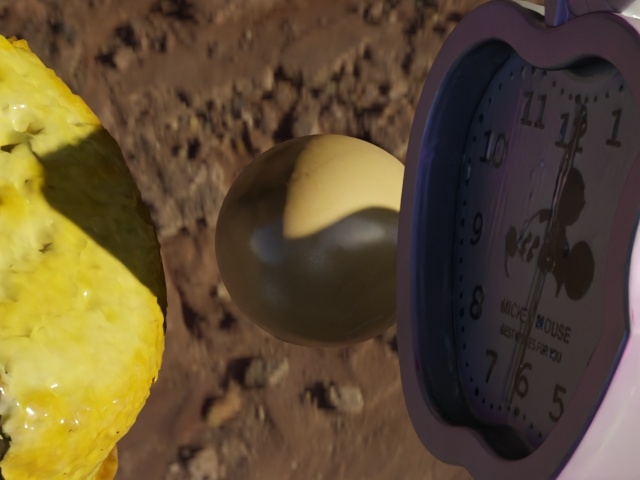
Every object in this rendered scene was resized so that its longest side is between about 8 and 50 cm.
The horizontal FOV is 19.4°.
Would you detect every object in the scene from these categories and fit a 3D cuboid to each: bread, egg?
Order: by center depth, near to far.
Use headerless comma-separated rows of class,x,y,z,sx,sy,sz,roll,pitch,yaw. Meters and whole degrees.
bread,-0.145,0.013,0.764,0.147,0.160,0.260,-9,54,-39
egg,0.000,0.000,1.715,0.201,0.244,0.201,-1,87,16

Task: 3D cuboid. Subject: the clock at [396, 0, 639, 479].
clock,0.156,-0.007,1.136,0.102,0.338,0.339,7,68,-22
